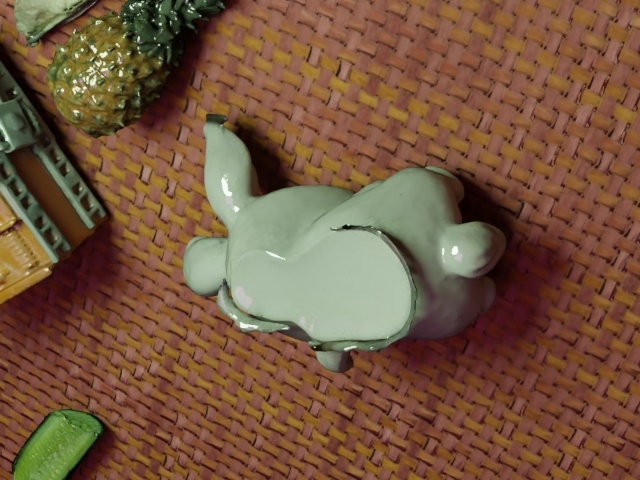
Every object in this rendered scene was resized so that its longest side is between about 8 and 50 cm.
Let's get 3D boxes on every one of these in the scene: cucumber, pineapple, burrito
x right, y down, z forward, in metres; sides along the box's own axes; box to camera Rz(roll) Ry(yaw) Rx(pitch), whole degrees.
[{"bbox_3d":[-0.314,0.258,1.688,0.070,0.046,0.220,44,125,8],"label":"cucumber"},{"bbox_3d":[-0.165,-0.183,1.366,0.198,0.108,0.108,-36,92,23],"label":"pineapple"},{"bbox_3d":[-0.248,-0.238,1.416,0.149,0.041,0.055,-24,112,36],"label":"burrito"}]

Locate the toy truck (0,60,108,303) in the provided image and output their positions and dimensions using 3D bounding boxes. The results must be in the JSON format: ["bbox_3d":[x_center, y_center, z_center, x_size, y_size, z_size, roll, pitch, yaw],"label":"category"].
[{"bbox_3d":[-0.398,-0.112,1.473,0.207,0.173,0.387,-26,105,31],"label":"toy truck"}]

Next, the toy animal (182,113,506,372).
[{"bbox_3d":[0.002,0.007,1.321,0.325,0.154,0.208,24,116,24],"label":"toy animal"}]
